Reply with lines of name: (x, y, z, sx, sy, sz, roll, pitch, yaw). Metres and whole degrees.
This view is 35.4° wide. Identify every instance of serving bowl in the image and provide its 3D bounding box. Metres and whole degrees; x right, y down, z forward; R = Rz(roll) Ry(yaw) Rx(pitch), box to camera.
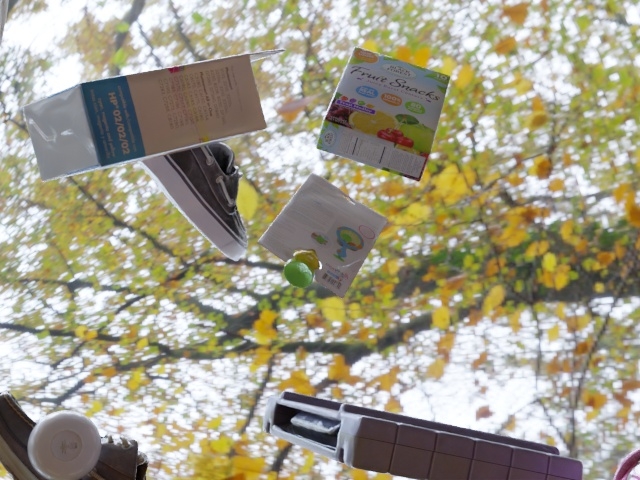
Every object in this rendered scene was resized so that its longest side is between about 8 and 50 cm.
serving bowl: (-0.293, 0.237, 1.151, 0.083, 0.027, 0.083, 4, -104, -18)

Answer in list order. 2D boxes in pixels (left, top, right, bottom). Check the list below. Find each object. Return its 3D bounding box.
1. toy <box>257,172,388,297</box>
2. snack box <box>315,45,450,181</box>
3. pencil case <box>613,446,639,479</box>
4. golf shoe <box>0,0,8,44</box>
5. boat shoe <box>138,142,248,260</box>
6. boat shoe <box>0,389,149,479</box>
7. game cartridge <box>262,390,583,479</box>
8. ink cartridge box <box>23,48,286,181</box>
toy: (0.000, 0.000, 1.430, 0.137, 0.056, 0.237, 33, -150, 1)
snack box: (0.061, -0.121, 0.935, 0.100, 0.037, 0.141, 19, -140, 2)
pencil case: (0.409, 0.286, 0.887, 0.386, 0.167, 0.160, 25, -145, -36)
golf shoe: (-0.329, -0.266, 0.813, 0.115, 0.140, 0.306, -6, -62, -6)
boat shoe: (-0.148, -0.078, 1.290, 0.102, 0.108, 0.301, -43, -37, -6)
boat shoe: (-0.264, 0.303, 1.223, 0.355, 0.132, 0.130, 43, -107, 6)
game cartridge: (0.088, 0.209, 1.040, 0.230, 0.355, 0.068, 10, -98, -15)
ink cartridge box: (-0.116, -0.097, 0.761, 0.181, 0.104, 0.061, -19, -81, -37)
